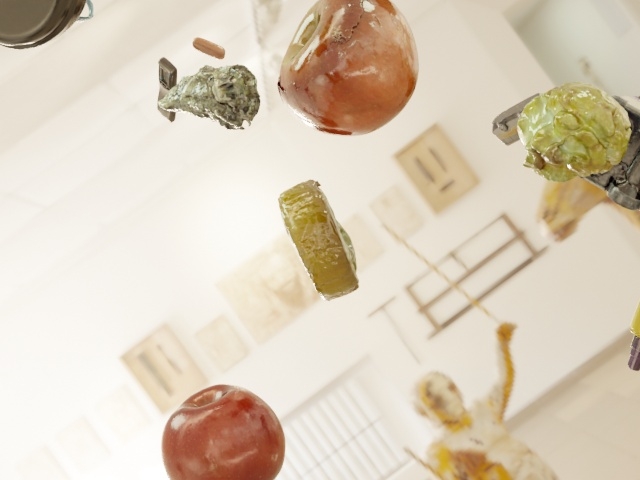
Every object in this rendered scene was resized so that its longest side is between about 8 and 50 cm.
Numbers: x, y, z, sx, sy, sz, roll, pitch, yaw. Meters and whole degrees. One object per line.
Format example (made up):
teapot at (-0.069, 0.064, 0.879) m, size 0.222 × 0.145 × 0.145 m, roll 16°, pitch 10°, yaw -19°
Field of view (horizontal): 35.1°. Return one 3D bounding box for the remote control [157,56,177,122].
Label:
remote control at (-0.376, -0.366, 2.480) m, size 0.028 × 0.059 × 0.212 m, roll -43°, pitch -16°, yaw -28°

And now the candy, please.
candy at (0.000, 0.000, 2.092) m, size 0.118 × 0.260 × 0.260 m, roll -26°, pitch -1°, yaw 1°

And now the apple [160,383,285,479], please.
apple at (-0.208, 0.423, 2.113) m, size 0.260 × 0.217 × 0.260 m, roll -16°, pitch 13°, yaw 4°

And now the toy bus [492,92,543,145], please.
toy bus at (0.453, -0.267, 2.252) m, size 0.057 × 0.072 × 0.172 m, roll -51°, pitch 12°, yaw -26°

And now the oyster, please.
oyster at (-0.225, -0.313, 2.145) m, size 0.087 × 0.252 × 0.199 m, roll -34°, pitch -29°, yaw -40°

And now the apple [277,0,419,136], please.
apple at (0.050, -0.296, 1.718) m, size 0.251 × 0.206 × 0.272 m, roll -50°, pitch 23°, yaw 17°

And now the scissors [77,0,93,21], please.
scissors at (-0.577, -0.499, 2.127) m, size 0.030 × 0.125 × 0.256 m, roll -16°, pitch 15°, yaw 35°

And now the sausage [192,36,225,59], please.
sausage at (-0.264, -0.455, 2.400) m, size 0.034 × 0.083 × 0.034 m, roll 24°, pitch -90°, yaw -84°

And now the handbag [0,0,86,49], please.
handbag at (-0.519, -0.471, 1.694) m, size 0.253 × 0.308 × 0.093 m, roll -27°, pitch 3°, yaw 24°

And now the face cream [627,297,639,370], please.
face cream at (0.722, 0.155, 2.191) m, size 0.078 × 0.078 × 0.273 m, roll -33°, pitch -39°, yaw -69°

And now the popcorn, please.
popcorn at (0.486, -0.205, 1.939) m, size 0.221 × 0.204 × 0.184 m, roll 150°, pitch 137°, yaw -74°

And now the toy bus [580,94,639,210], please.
toy bus at (0.802, -0.142, 2.234) m, size 0.249 × 0.440 × 0.209 m, roll -24°, pitch -37°, yaw -60°
